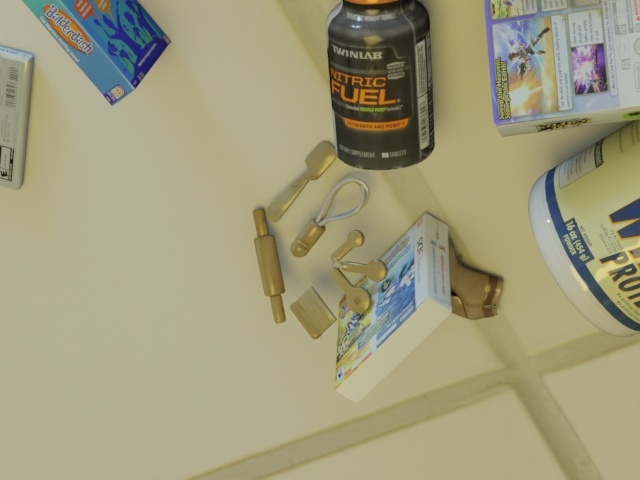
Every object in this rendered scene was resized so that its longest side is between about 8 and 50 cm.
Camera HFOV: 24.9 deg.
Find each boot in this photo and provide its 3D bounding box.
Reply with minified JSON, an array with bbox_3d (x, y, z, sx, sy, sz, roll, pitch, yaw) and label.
[{"bbox_3d":[0.208,0.056,1.994,0.087,0.042,0.118,4,122,4],"label":"boot"}]

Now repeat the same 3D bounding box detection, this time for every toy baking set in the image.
[{"bbox_3d":[-0.006,0.003,1.982,0.197,0.030,0.256,-16,88,28],"label":"toy baking set"}]

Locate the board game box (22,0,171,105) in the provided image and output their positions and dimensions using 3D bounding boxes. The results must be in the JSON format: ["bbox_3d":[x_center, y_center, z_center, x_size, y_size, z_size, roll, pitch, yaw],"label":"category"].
[{"bbox_3d":[-0.292,-0.291,1.833,0.047,0.160,0.210,-32,109,27],"label":"board game box"}]

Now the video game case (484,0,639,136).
[{"bbox_3d":[0.314,-0.268,1.674,0.244,0.061,0.269,-6,78,15],"label":"video game case"}]

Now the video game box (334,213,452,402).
[{"bbox_3d":[0.097,0.089,1.948,0.048,0.187,0.205,32,122,-17],"label":"video game box"}]

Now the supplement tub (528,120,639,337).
[{"bbox_3d":[0.443,-0.050,1.756,0.325,0.235,0.235,-33,108,28],"label":"supplement tub"}]

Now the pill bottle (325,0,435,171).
[{"bbox_3d":[0.074,-0.220,1.806,0.131,0.130,0.245,2,120,12],"label":"pill bottle"}]

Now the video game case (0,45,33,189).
[{"bbox_3d":[-0.502,-0.187,2.025,0.193,0.023,0.212,15,123,4],"label":"video game case"}]
